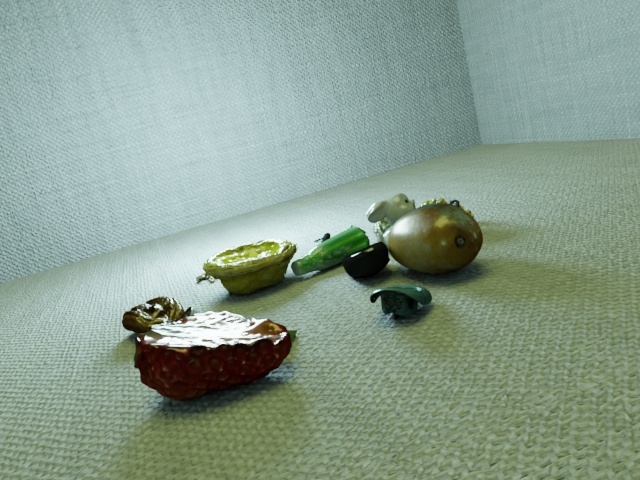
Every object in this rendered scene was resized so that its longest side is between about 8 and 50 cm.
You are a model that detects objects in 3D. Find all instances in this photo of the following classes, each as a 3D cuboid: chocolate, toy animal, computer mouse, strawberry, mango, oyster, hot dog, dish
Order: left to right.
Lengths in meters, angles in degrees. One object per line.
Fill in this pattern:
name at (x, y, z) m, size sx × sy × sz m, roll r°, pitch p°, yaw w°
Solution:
hot dog at (-0.503, 0.233, 1.727) m, size 0.226 × 0.099 × 0.160 m, roll -7°, pitch 13°, yaw 41°
dish at (-0.340, 0.253, 1.510) m, size 0.141 × 0.078 × 0.141 m, roll -50°, pitch 20°, yaw 26°
strawberry at (-0.230, 0.257, 1.244) m, size 0.335 × 0.149 × 0.265 m, roll -1°, pitch 8°, yaw 9°
chocolate at (0.030, 0.045, 1.974) m, size 0.291 × 0.110 × 0.110 m, roll -25°, pitch 16°, yaw -31°
computer mouse at (0.144, 0.065, 1.766) m, size 0.137 × 0.087 × 0.269 m, roll -24°, pitch 0°, yaw -3°
toy animal at (0.256, -0.056, 1.972) m, size 0.178 × 0.193 × 0.127 m, roll -20°, pitch 10°, yaw 13°
oyster at (0.288, -0.065, 2.186) m, size 0.267 × 0.112 × 0.198 m, roll -12°, pitch 31°, yaw -30°
mango at (0.317, -0.003, 1.656) m, size 0.221 × 0.199 × 0.384 m, roll -25°, pitch 2°, yaw -13°

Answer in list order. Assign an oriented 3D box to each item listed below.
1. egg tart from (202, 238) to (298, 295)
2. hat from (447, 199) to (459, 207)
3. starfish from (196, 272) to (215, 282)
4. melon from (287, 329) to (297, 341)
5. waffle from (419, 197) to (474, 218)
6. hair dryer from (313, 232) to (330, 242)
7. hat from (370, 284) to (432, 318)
egg tart at (-0.229, 0.090, 1.962) m, size 0.345 × 0.133 × 0.345 m, roll -13°, pitch 13°, yaw 3°
hat at (0.433, -0.041, 1.960) m, size 0.193 × 0.082 × 0.193 m, roll -53°, pitch 8°, yaw 11°
starfish at (-0.412, 0.124, 2.256) m, size 0.150 × 0.053 × 0.210 m, roll -26°, pitch 16°, yaw 4°
melon at (-0.153, 0.231, 1.455) m, size 0.114 × 0.053 × 0.261 m, roll -15°, pitch 10°, yaw -43°
waffle at (0.462, -0.100, 2.100) m, size 0.191 × 0.046 × 0.160 m, roll 22°, pitch -17°, yaw -8°
hair dryer at (0.000, 0.000, 2.384) m, size 0.083 × 0.031 × 0.079 m, roll -23°, pitch 15°, yaw 30°
hat at (0.191, 0.149, 1.391) m, size 0.138 × 0.078 × 0.191 m, roll 2°, pitch -1°, yaw 27°
